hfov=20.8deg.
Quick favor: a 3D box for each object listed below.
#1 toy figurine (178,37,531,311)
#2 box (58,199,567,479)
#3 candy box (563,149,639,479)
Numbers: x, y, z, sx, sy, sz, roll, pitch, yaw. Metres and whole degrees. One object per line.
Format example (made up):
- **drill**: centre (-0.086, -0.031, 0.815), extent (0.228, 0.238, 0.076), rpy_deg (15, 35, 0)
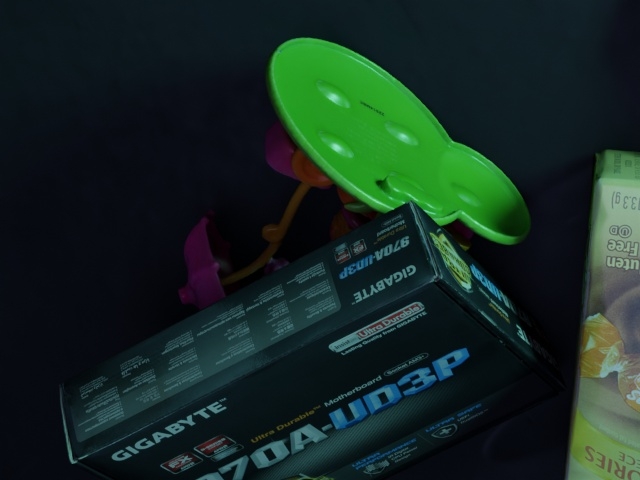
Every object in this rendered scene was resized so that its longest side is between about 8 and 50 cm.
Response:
- **toy figurine**: centre (0.000, 0.000, 0.955), extent (0.173, 0.130, 0.159), rpy_deg (27, 124, -23)
- **box**: centre (-0.001, 0.079, 0.933), extent (0.220, 0.175, 0.051), rpy_deg (-27, 56, 16)
- **candy box**: centre (0.293, 0.062, 0.914), extent (0.316, 0.087, 0.183), rpy_deg (6, 106, 8)
